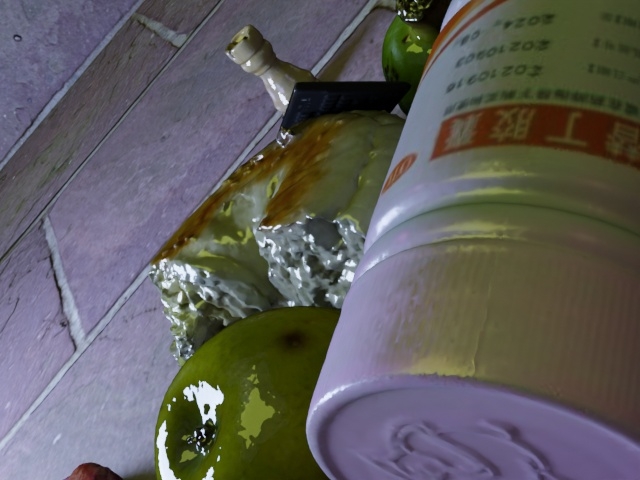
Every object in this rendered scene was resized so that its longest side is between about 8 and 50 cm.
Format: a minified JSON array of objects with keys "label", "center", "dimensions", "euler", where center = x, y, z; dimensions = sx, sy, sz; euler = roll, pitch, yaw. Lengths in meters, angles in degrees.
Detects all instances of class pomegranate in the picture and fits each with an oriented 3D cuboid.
[{"label":"pomegranate","center":[0.113,-0.142,0.822],"dimensions":[0.143,0.169,0.122],"euler":[25,102,36]}]

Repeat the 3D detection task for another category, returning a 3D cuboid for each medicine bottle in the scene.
[{"label":"medicine bottle","center":[0.131,-0.002,0.554],"dimensions":[0.202,0.202,0.316],"euler":[-21,39,44]}]

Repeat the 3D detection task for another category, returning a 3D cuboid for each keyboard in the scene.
[{"label":"keyboard","center":[0.001,-0.099,0.941],"dimensions":[0.381,0.103,0.041],"euler":[173,96,-83]}]

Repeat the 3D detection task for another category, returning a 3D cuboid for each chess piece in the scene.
[{"label":"chess piece","center":[-0.058,-0.207,1.211],"dimensions":[0.066,0.122,0.066],"euler":[-37,29,25]}]

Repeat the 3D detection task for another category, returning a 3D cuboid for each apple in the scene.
[{"label":"apple","center":[-0.018,0.134,0.644],"dimensions":[0.196,0.157,0.196],"euler":[-26,57,47]}]

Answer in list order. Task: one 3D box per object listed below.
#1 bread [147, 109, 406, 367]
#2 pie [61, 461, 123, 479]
[{"label":"bread","center":[-0.001,-0.002,0.795],"dimensions":[0.314,0.171,0.192],"euler":[-22,32,46]},{"label":"pie","center":[-0.241,0.293,0.918],"dimensions":[0.182,0.049,0.182],"euler":[-42,26,26]}]
